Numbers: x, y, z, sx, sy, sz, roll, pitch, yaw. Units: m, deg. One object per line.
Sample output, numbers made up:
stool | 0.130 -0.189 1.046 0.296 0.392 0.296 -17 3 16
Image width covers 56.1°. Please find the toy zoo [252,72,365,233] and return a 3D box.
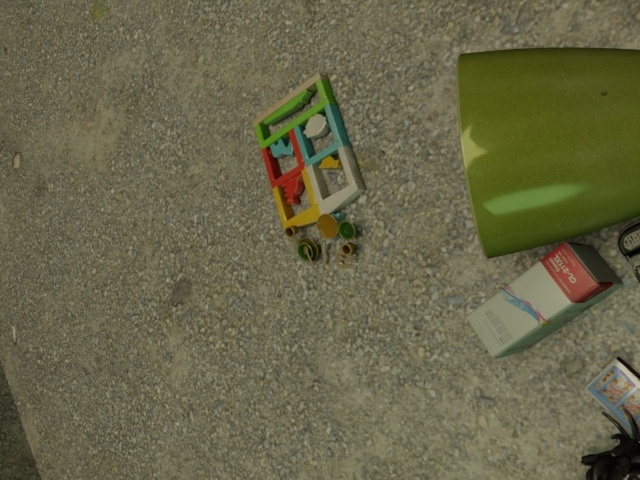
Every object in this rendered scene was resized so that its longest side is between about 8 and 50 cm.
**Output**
toy zoo | -0.023 -0.149 1.164 0.192 0.030 0.293 -27 73 35

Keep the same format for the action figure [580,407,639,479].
action figure | 0.398 0.359 0.741 0.164 0.141 0.275 130 156 -66

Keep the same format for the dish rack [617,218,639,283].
dish rack | 0.508 0.062 0.718 0.208 0.074 0.271 -34 70 34

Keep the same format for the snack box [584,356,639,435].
snack box | 0.442 0.241 0.792 0.178 0.022 0.064 48 117 29

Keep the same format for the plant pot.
plant pot | 0.344 -0.129 0.755 0.294 0.275 0.274 -8 84 22

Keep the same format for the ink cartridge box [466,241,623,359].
ink cartridge box | 0.309 0.084 0.834 0.175 0.128 0.072 -44 62 28

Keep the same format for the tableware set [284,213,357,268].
tableware set | 0.000 0.000 1.122 0.154 0.024 0.103 10 111 33
